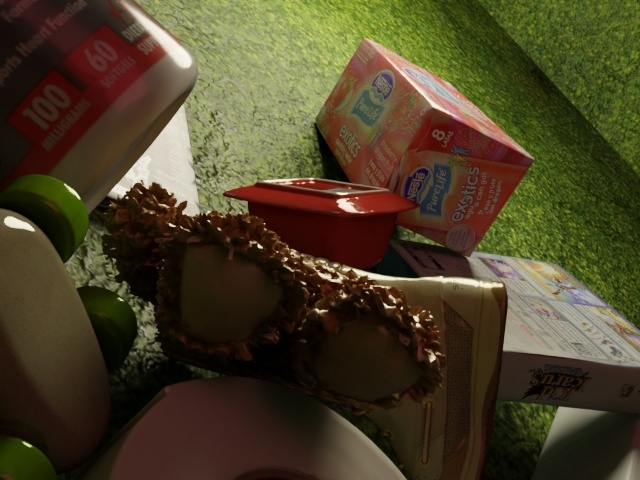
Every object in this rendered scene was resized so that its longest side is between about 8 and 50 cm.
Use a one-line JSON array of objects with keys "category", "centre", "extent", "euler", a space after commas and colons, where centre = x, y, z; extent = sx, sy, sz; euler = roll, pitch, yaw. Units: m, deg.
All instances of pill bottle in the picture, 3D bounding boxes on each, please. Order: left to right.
[{"category": "pill bottle", "centre": [-0.286, -0.169, 0.626], "extent": [0.363, 0.210, 0.210], "euler": [41, 29, -9]}]

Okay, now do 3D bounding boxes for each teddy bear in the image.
[{"category": "teddy bear", "centre": [-0.035, 0.039, 0.589], "extent": [0.245, 0.113, 0.338], "euler": [18, -12, 4]}]

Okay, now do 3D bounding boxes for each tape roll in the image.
[{"category": "tape roll", "centre": [-0.055, 0.221, 0.476], "extent": [0.246, 0.169, 0.246], "euler": [32, 31, -22]}]

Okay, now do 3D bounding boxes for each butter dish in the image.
[{"category": "butter dish", "centre": [0.000, 0.000, 0.903], "extent": [0.160, 0.118, 0.160], "euler": [10, 10, 32]}]

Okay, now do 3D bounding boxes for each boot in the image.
[{"category": "boot", "centre": [0.046, 0.150, 0.763], "extent": [0.204, 0.262, 0.095], "euler": [9, 0, 11]}]

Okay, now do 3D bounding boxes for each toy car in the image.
[{"category": "toy car", "centre": [-0.219, 0.066, 0.461], "extent": [0.155, 0.188, 0.149], "euler": [-76, 151, -59]}]

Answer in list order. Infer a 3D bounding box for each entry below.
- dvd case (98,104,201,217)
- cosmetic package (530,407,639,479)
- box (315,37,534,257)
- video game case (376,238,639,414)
[{"category": "dvd case", "centre": [-0.197, -0.104, 0.863], "extent": [0.164, 0.018, 0.221], "euler": [24, 35, -36]}, {"category": "cosmetic package", "centre": [0.373, 0.293, 0.965], "extent": [0.230, 0.161, 0.453], "euler": [49, 28, 4]}, {"category": "box", "centre": [0.116, -0.127, 1.096], "extent": [0.154, 0.142, 0.300], "euler": [23, 20, -22]}, {"category": "video game case", "centre": [0.219, 0.090, 0.956], "extent": [0.244, 0.061, 0.269], "euler": [8, 20, -20]}]
